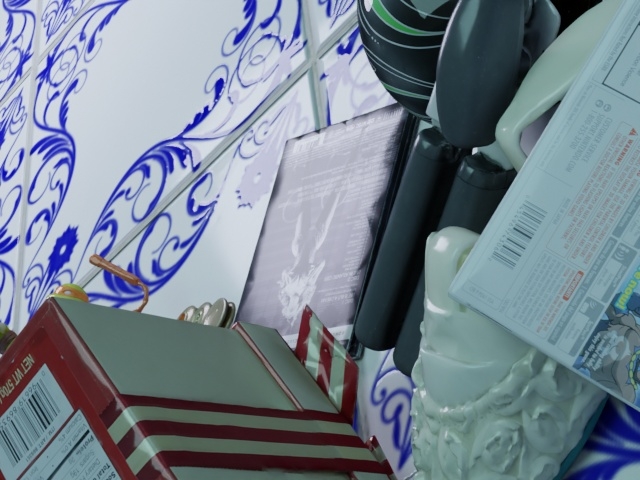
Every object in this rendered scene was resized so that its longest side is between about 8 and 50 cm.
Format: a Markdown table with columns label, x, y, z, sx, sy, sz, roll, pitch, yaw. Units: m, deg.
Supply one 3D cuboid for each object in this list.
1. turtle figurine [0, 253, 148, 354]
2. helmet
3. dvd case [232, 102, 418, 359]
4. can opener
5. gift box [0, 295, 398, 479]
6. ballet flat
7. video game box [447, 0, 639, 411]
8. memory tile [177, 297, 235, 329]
| label | x | y | z | sx | sy | sz | roll | pitch | yaw |
| --- | --- | --- | --- | --- | --- | --- | --- | --- | --- |
| turtle figurine | -0.257 | 0.131 | 1.395 | 0.269 | 0.087 | 0.217 | -4 | 71 | 37 |
| helmet | 0.105 | -0.159 | 1.034 | 0.161 | 0.169 | 0.169 | -8 | 57 | 33 |
| dvd case | 0.000 | 0.000 | 1.197 | 0.164 | 0.018 | 0.221 | -14 | 53 | 49 |
| can opener | 0.074 | -0.038 | 0.947 | 0.076 | 0.095 | 0.283 | 34 | 119 | 33 |
| gift box | -0.094 | 0.179 | 0.939 | 0.255 | 0.258 | 0.276 | -46 | 57 | 19 |
| ballet flat | 0.140 | -0.013 | 0.895 | 0.409 | 0.147 | 0.147 | -60 | 31 | 2 |
| video game box | 0.200 | -0.009 | 0.787 | 0.187 | 0.048 | 0.205 | 32 | 93 | 21 |
| memory tile | -0.122 | 0.120 | 1.265 | 0.113 | 0.012 | 0.148 | -11 | 54 | 61 |
